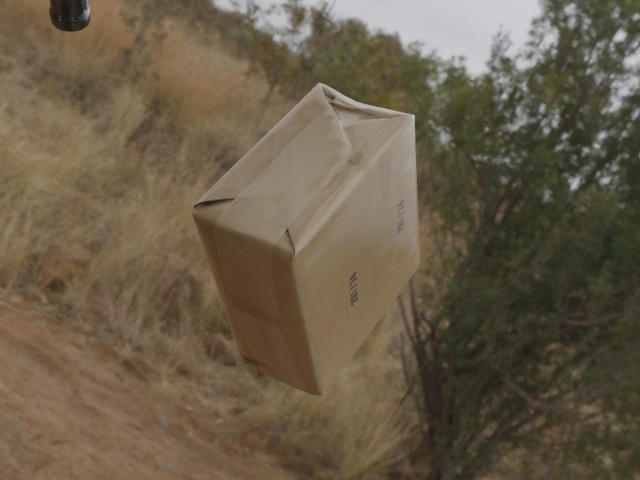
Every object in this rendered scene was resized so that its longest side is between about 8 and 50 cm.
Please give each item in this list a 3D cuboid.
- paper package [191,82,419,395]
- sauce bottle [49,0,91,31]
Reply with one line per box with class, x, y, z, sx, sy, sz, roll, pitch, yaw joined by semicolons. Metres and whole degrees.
paper package;0.000;0.000;1.250;0.168;0.309;0.325;23;-34;28
sauce bottle;-0.424;-0.497;1.426;0.111;0.111;0.344;33;-37;15
